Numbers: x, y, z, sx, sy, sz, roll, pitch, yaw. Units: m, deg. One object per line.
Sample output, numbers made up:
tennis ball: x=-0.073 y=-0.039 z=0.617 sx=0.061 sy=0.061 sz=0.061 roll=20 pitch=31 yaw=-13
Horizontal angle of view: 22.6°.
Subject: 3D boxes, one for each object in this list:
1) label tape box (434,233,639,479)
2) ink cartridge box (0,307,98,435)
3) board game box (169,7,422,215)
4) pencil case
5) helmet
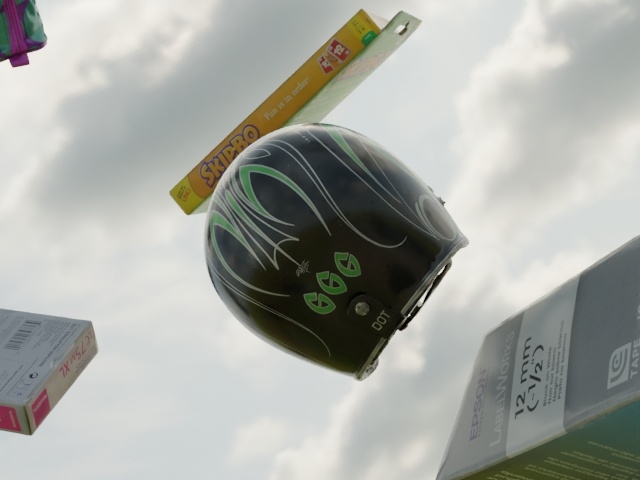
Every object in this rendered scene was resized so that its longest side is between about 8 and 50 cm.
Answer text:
label tape box: x=0.231 y=0.119 z=1.024 sx=0.249 sy=0.115 sz=0.347 roll=16 pitch=-22 yaw=-15
ink cartridge box: x=-0.471 y=0.159 z=2.103 sx=0.186 sy=0.311 sz=0.065 roll=-56 pitch=-32 yaw=-50
board game box: x=-0.019 y=-0.120 z=1.435 sx=0.259 sy=0.039 sz=0.124 roll=-40 pitch=-5 yaw=12
pencil case: x=-0.260 y=-0.218 z=1.272 sx=0.064 sy=0.070 sz=0.152 roll=-20 pitch=-60 yaw=-24
helmet: x=0.000 y=0.000 z=1.077 sx=0.169 sy=0.161 sz=0.169 roll=-51 pitch=-7 yaw=-9
